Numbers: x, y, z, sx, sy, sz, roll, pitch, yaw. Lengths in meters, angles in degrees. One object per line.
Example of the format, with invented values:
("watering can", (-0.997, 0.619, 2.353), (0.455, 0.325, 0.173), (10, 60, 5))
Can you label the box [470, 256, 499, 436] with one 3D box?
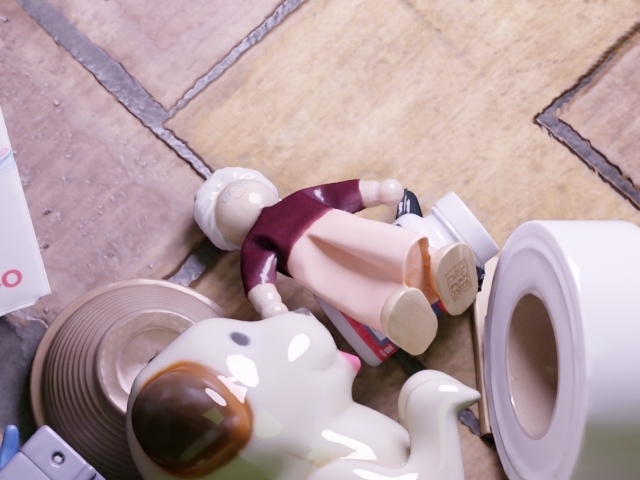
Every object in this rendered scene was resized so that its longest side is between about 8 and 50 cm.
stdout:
("box", (0.245, 0.116, 1.750), (0.164, 0.021, 0.201), (2, 70, -13))

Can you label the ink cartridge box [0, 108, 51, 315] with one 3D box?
("ink cartridge box", (-0.409, -0.065, 1.516), (0.226, 0.131, 0.306), (-18, 115, -19))

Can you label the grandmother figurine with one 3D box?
("grandmother figurine", (0.000, 0.000, 1.602), (0.208, 0.104, 0.342), (-35, 38, -30))

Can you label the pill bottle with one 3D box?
("pill bottle", (0.091, 0.036, 1.661), (0.180, 0.108, 0.108), (-39, 82, 3))

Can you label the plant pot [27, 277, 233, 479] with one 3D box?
("plant pot", (-0.169, 0.139, 1.592), (0.237, 0.110, 0.237), (4, 69, -11))

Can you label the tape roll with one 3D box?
("tape roll", (0.252, 0.120, 1.585), (0.100, 0.286, 0.286), (-1, 70, -13))

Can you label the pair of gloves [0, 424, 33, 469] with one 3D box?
("pair of gloves", (-0.361, 0.246, 1.542), (0.198, 0.023, 0.159), (13, 73, -7))

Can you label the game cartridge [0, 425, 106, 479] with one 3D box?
("game cartridge", (-0.208, 0.375, 1.498), (0.355, 0.068, 0.230), (43, 65, -2))

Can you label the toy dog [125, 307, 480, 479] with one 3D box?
("toy dog", (-0.009, 0.250, 1.443), (0.395, 0.284, 0.408), (-31, 93, 12))

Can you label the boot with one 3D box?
("boot", (0.130, 0.004, 1.740), (0.099, 0.045, 0.121), (1, 76, 2))
